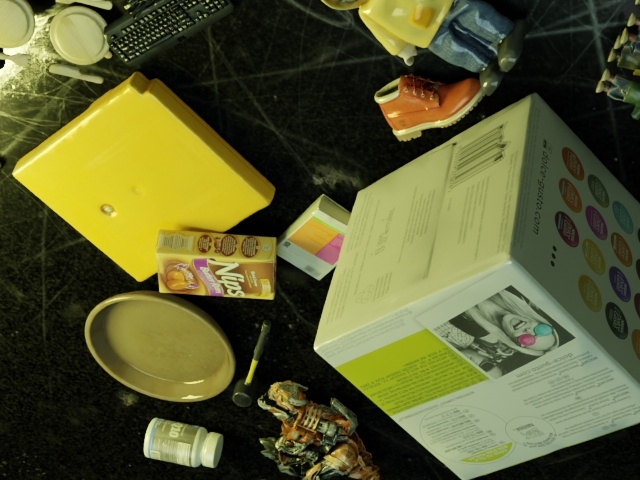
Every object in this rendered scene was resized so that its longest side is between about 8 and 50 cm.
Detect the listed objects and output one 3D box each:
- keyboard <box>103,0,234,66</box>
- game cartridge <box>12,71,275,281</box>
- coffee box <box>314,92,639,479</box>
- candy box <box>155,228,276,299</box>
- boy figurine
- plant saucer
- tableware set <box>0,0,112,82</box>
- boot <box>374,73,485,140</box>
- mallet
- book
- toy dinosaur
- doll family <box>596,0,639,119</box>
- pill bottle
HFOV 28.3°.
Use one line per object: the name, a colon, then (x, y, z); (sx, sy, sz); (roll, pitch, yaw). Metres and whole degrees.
keyboard: (-0.220, -0.304, 1.733); (0.192, 0.038, 0.100); (-26, 122, 25)
game cartridge: (-0.276, -0.094, 1.972); (0.324, 0.052, 0.285); (-29, 119, 35)
coffee box: (0.249, 0.073, 1.752); (0.338, 0.337, 0.334); (-29, 119, 37)
candy box: (-0.163, 0.039, 2.002); (0.187, 0.053, 0.109); (3, 143, 0)
boy figurine: (0.123, -0.301, 1.608); (0.285, 0.092, 0.177); (26, 138, -13)
plant saucer: (-0.280, 0.184, 2.246); (0.278, 0.041, 0.277); (9, 134, 9)
tableware set: (-0.391, -0.308, 1.801); (0.194, 0.039, 0.128); (12, 120, -2)
boot: (0.148, -0.196, 1.726); (0.158, 0.059, 0.084); (-20, 119, 34)
mallet: (-0.112, 0.205, 2.222); (0.039, 0.062, 0.189); (18, 121, -2)
book: (0.000, 0.000, 1.982); (0.096, 0.035, 0.144); (33, 136, -16)
toy dinosaur: (-0.001, 0.390, 2.290); (0.218, 0.164, 0.322); (-37, 94, 23)
doll family: (0.428, -0.242, 1.578); (0.111, 0.076, 0.193); (21, 133, 4)
pill bottle: (-0.259, 0.387, 2.410); (0.137, 0.078, 0.078); (10, 135, 8)
